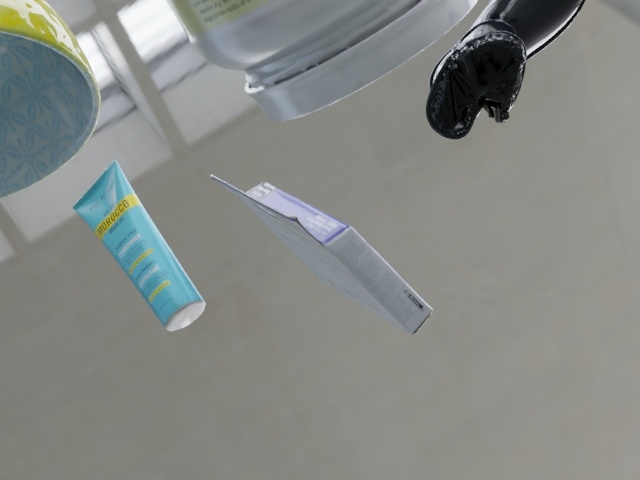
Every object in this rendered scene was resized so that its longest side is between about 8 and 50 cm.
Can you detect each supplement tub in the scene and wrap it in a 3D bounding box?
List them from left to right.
[{"bbox_3d":[-0.042,-0.279,1.021,0.235,0.235,0.324,-34,-74,-7],"label":"supplement tub"}]

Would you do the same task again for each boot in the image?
[{"bbox_3d":[0.210,-0.219,1.440,0.094,0.207,0.246,42,-77,-7],"label":"boot"}]

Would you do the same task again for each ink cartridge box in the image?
[{"bbox_3d":[0.000,0.000,1.545,0.045,0.223,0.224,-50,-57,-7],"label":"ink cartridge box"}]

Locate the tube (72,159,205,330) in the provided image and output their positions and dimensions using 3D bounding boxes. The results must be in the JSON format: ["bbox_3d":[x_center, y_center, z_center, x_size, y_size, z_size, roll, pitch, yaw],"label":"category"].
[{"bbox_3d":[-0.206,0.009,1.513,0.080,0.207,0.052,-43,-24,12],"label":"tube"}]

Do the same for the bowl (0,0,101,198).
[{"bbox_3d":[-0.344,-0.155,1.125,0.290,0.156,0.289,-14,-24,-7],"label":"bowl"}]
